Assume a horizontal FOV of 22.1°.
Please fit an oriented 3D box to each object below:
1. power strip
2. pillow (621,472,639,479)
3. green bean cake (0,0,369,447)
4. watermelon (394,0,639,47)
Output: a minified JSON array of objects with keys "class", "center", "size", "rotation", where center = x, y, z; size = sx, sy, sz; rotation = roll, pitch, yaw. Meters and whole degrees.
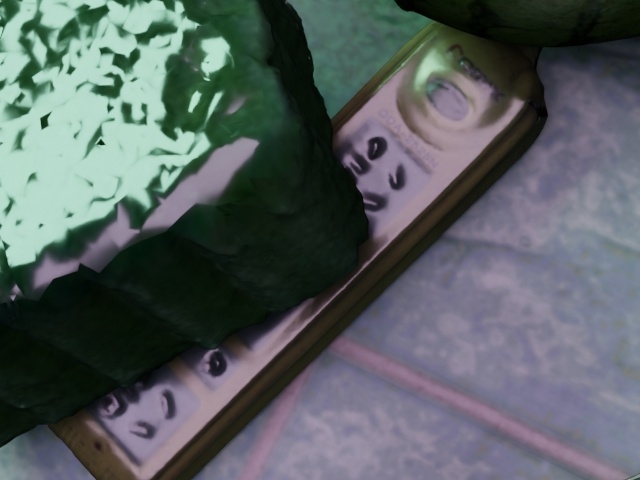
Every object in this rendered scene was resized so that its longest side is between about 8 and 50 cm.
[{"class":"power strip","center":[0.000,0.000,0.967],"size":[0.387,0.066,0.092],"rotation":[-45,77,0]},{"class":"pillow","center":[0.208,0.149,0.898],"size":[0.135,0.055,0.091],"rotation":[-34,106,6]},{"class":"green bean cake","center":[-0.154,-0.065,0.926],"size":[0.308,0.169,0.300],"rotation":[-25,63,11]},{"class":"watermelon","center":[0.135,-0.211,0.907],"size":[0.330,0.189,0.331],"rotation":[-8,52,10]}]
